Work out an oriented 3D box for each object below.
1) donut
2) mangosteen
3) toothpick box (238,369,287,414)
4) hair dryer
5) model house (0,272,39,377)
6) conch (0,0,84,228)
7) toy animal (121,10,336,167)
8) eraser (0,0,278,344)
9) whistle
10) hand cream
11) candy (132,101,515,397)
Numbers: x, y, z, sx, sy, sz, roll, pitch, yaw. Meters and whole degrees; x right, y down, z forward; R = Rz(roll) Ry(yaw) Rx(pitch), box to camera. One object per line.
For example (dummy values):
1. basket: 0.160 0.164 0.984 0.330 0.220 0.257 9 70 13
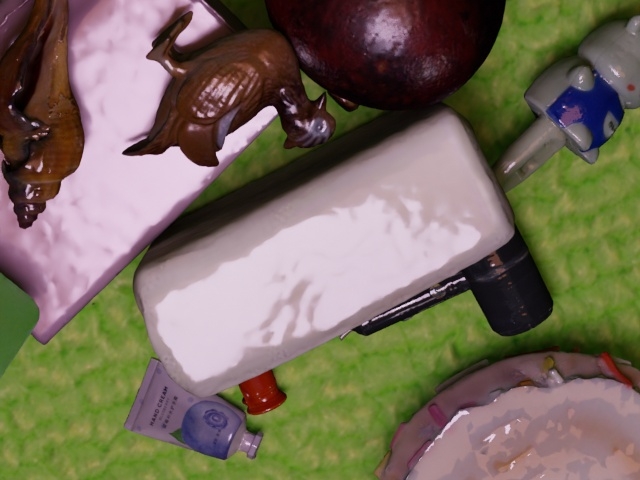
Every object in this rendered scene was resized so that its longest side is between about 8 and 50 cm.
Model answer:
1. donut: 0.231 0.287 1.785 0.382 0.142 0.382 -1 99 -5
2. mangosteen: 0.059 -0.217 1.644 0.235 0.235 0.261 8 146 -6
3. toothpick box: -0.070 0.139 1.787 0.047 0.047 0.083 -21 104 2
4. hair dryer: 0.120 0.062 1.776 0.219 0.071 0.124 -23 104 9
5. model house: -0.508 0.137 1.613 0.300 0.323 0.340 38 57 -12
6. conch: -0.265 -0.130 1.576 0.080 0.086 0.233 -7 94 38
7. toy animal: -0.092 -0.118 1.588 0.179 0.089 0.188 41 109 -12
8. eraser: -0.238 -0.117 1.681 0.272 0.122 0.359 42 98 -14
9. whistle: 0.262 -0.137 1.713 0.244 0.110 0.092 -45 65 -1
10. hand cream: -0.128 0.189 1.798 0.142 0.053 0.084 23 102 2
11. candy: -0.001 -0.001 1.676 0.359 0.208 0.145 -27 103 3
